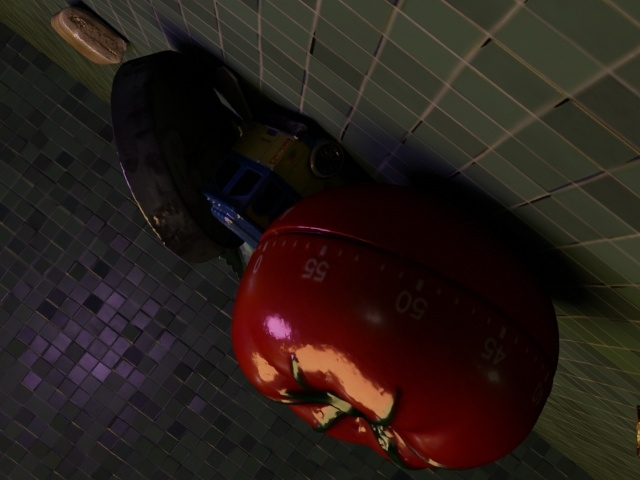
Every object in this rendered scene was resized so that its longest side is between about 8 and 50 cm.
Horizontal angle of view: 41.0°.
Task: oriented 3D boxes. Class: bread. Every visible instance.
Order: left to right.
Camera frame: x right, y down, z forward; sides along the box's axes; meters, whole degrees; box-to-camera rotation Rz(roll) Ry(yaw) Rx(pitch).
[{"bbox_3d":[-0.439,-0.390,1.624,0.139,0.060,0.178,39,175,-26],"label":"bread"}]

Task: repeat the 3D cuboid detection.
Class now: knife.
[{"bbox_3d":[-0.117,-0.201,1.330,0.081,0.043,0.336,41,170,17],"label":"knife"}]

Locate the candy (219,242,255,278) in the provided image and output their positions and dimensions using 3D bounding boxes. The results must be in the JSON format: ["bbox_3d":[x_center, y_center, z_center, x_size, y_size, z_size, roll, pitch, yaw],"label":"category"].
[{"bbox_3d":[0.012,0.074,1.755,0.398,0.172,0.263,6,152,38],"label":"candy"}]

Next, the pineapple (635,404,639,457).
[{"bbox_3d":[0.490,0.281,1.202,0.114,0.077,0.114,19,170,32],"label":"pineapple"}]

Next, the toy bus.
[{"bbox_3d":[-0.011,-0.034,1.211,0.288,0.175,0.138,42,172,-36],"label":"toy bus"}]

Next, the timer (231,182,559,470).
[{"bbox_3d":[0.088,0.100,1.004,0.378,0.279,0.378,25,160,10],"label":"timer"}]

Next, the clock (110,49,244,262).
[{"bbox_3d":[-0.196,-0.126,1.269,0.319,0.066,0.318,-17,-90,-75],"label":"clock"}]

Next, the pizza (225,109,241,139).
[{"bbox_3d":[-0.220,-0.224,1.570,0.147,0.069,0.226,37,175,-23],"label":"pizza"}]
